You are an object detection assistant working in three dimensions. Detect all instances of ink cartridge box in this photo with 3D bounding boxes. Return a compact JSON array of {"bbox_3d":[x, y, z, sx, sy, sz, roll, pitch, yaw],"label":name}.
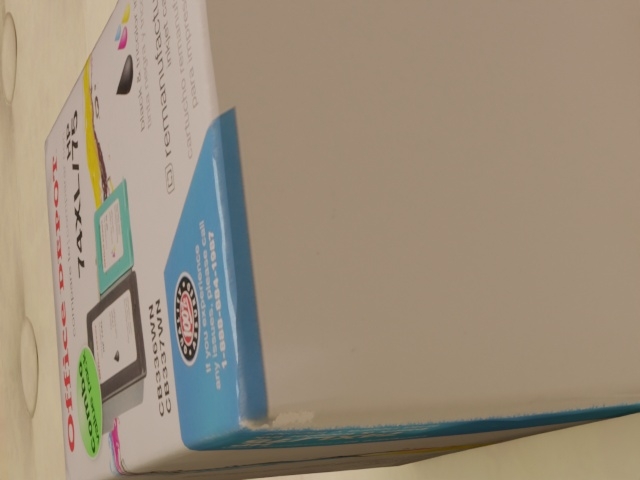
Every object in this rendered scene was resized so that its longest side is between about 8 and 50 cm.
[{"bbox_3d":[0.000,0.000,0.519,0.270,0.197,0.198,145,121,-61],"label":"ink cartridge box"}]
